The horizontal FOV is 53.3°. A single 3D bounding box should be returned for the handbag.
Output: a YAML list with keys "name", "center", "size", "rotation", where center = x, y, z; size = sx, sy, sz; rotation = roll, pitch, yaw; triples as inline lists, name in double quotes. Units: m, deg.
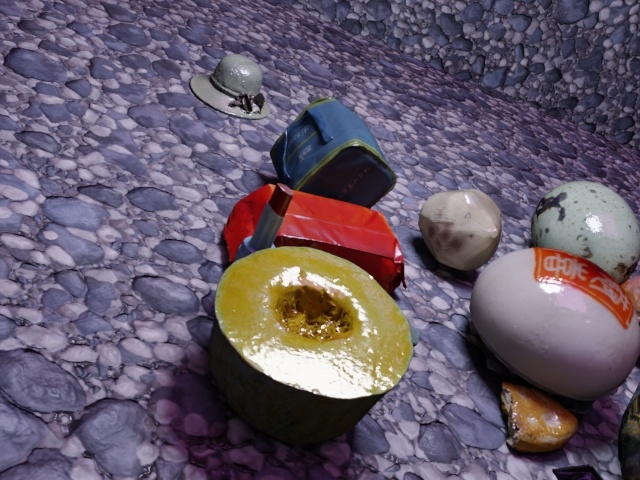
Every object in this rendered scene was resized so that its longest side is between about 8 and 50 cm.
- name: "handbag"
  center: [0.020, -0.182, 1.549]
  size: [0.222, 0.263, 0.241]
  rotation: [37, 19, -37]

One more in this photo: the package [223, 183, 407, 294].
- name: "package"
  center: [0.001, 0.001, 1.404]
  size: [0.423, 0.123, 0.196]
  rotation: [12, 33, -25]

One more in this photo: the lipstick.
- name: "lipstick"
  center: [-0.110, 0.010, 1.159]
  size: [0.068, 0.274, 0.061]
  rotation: [2, 40, -35]

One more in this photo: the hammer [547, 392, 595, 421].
- name: "hammer"
  center: [0.498, 0.304, 1.415]
  size: [0.226, 0.041, 0.158]
  rotation: [44, 33, 23]

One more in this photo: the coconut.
- name: "coconut"
  center: [0.361, -0.032, 1.619]
  size: [0.224, 0.224, 0.224]
  rotation: [19, 32, -13]

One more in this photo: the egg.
- name: "egg"
  center: [0.766, -0.011, 1.839]
  size: [0.287, 0.288, 0.379]
  rotation: [14, 40, -20]

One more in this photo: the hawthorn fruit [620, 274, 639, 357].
- name: "hawthorn fruit"
  center: [0.889, 0.185, 1.689]
  size: [0.231, 0.235, 0.263]
  rotation: [48, 43, -18]

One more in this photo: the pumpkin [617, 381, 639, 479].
- name: "pumpkin"
  center: [0.758, 0.424, 1.152]
  size: [0.454, 0.344, 0.455]
  rotation: [25, 42, -25]

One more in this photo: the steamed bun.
- name: "steamed bun"
  center: [0.522, 0.154, 1.387]
  size: [0.374, 0.241, 0.374]
  rotation: [20, 28, -11]

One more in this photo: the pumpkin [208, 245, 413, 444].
- name: "pumpkin"
  center: [-0.028, 0.187, 1.066]
  size: [0.332, 0.199, 0.332]
  rotation: [12, 34, -8]

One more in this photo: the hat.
- name: "hat"
  center: [-0.250, -0.482, 1.905]
  size: [0.257, 0.130, 0.257]
  rotation: [19, 33, -13]

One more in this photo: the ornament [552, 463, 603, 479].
- name: "ornament"
  center: [0.437, 0.492, 1.079]
  size: [0.081, 0.088, 0.203]
  rotation: [46, 41, -16]

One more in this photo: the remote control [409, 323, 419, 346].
- name: "remote control"
  center: [0.100, 0.164, 1.317]
  size: [0.221, 0.042, 0.072]
  rotation: [25, 32, -3]

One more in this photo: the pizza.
- name: "pizza"
  center: [0.415, 0.351, 1.274]
  size: [0.182, 0.062, 0.161]
  rotation: [-12, 56, -39]
